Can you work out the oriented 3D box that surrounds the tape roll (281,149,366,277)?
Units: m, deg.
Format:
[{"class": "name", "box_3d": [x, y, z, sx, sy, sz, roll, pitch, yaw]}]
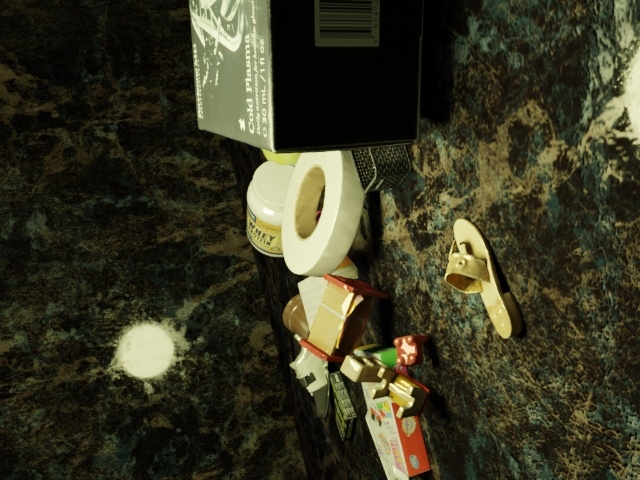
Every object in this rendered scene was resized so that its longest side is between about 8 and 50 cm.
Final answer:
[{"class": "tape roll", "box_3d": [-0.001, -0.096, 1.645, 0.392, 0.072, 0.391, -169, 90, -67]}]

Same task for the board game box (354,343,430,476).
[{"class": "board game box", "box_3d": [0.186, 0.446, 1.676, 0.242, 0.064, 0.316, 155, 102, -75]}]

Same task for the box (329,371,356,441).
[{"class": "box", "box_3d": [0.076, 0.612, 2.281, 0.184, 0.045, 0.190, 97, 158, -45]}]

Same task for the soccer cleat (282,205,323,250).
[{"class": "soccer cleat", "box_3d": [0.000, 0.000, 1.981, 0.143, 0.116, 0.331, 38, 148, -6]}]

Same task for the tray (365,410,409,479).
[{"class": "tray", "box_3d": [0.192, 0.615, 1.867, 0.145, 0.030, 0.270, 100, 154, -54]}]

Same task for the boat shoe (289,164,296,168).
[{"class": "boat shoe", "box_3d": [-0.097, -0.344, 2.070, 0.088, 0.096, 0.267, -57, 25, 28]}]

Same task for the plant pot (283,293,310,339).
[{"class": "plant pot", "box_3d": [-0.025, 0.292, 2.199, 0.165, 0.167, 0.166, 39, 140, 55]}]

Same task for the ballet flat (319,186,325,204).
[{"class": "ballet flat", "box_3d": [0.012, -0.148, 1.830, 0.241, 0.077, 0.091, -121, 24, -50]}]

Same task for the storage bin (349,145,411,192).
[{"class": "storage bin", "box_3d": [0.120, -0.207, 1.351, 0.122, 0.085, 0.180, 122, 134, -70]}]

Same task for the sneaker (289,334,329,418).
[{"class": "sneaker", "box_3d": [-0.040, 0.497, 2.306, 0.122, 0.147, 0.330, 113, 153, -75]}]

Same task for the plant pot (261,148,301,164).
[{"class": "plant pot", "box_3d": [-0.106, -0.371, 1.804, 0.276, 0.276, 0.253, -119, 10, -48]}]

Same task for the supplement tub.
[{"class": "supplement tub", "box_3d": [-0.140, -0.109, 2.135, 0.316, 0.229, 0.228, 101, 153, -58]}]

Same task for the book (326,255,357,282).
[{"class": "book", "box_3d": [0.041, 0.073, 1.859, 0.144, 0.096, 0.035, -125, 27, -58]}]

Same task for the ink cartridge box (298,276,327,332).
[{"class": "ink cartridge box", "box_3d": [0.017, 0.217, 2.038, 0.181, 0.056, 0.224, -31, 72, 49]}]

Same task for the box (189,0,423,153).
[{"class": "box", "box_3d": [-0.052, -0.436, 1.182, 0.472, 0.298, 0.479, -150, 55, -62]}]

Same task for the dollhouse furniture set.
[{"class": "dollhouse furniture set", "box_3d": [0.139, 0.243, 1.498, 0.374, 0.152, 0.201, 28, 99, 43]}]

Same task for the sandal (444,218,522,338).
[{"class": "sandal", "box_3d": [0.255, 0.063, 1.065, 0.088, 0.079, 0.239, 99, 154, -55]}]
